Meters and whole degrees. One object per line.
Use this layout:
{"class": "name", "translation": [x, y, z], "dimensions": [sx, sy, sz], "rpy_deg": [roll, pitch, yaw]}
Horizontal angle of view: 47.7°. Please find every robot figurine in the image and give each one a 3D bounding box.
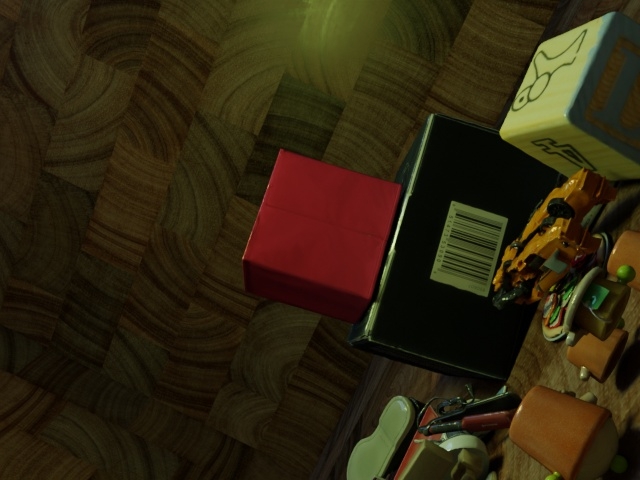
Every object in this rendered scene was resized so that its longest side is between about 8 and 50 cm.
{"class": "robot figurine", "translation": [0.380, 0.013, 1.220], "dimensions": [0.211, 0.085, 0.291], "rpy_deg": [-60, -5, -27]}

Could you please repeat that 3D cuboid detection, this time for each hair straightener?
{"class": "hair straightener", "translation": [0.256, 0.299, 1.269], "dimensions": [0.230, 0.047, 0.089], "rpy_deg": [-31, 24, 45]}

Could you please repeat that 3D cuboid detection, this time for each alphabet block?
{"class": "alphabet block", "translation": [0.439, -0.214, 1.145], "dimensions": [0.192, 0.193, 0.197], "rpy_deg": [-63, 14, -5]}

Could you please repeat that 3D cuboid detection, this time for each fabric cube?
{"class": "fabric cube", "translation": [0.000, 0.000, 1.512], "dimensions": [0.254, 0.258, 0.259], "rpy_deg": [100, -173, -72]}

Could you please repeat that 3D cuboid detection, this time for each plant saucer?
{"class": "plant saucer", "translation": [0.216, 0.502, 1.559], "dimensions": [0.259, 0.048, 0.258], "rpy_deg": [56, -121, -87]}

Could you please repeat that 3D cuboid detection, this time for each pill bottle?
{"class": "pill bottle", "translation": [0.269, 0.348, 1.340], "dimensions": [0.120, 0.067, 0.067], "rpy_deg": [114, -177, -48]}

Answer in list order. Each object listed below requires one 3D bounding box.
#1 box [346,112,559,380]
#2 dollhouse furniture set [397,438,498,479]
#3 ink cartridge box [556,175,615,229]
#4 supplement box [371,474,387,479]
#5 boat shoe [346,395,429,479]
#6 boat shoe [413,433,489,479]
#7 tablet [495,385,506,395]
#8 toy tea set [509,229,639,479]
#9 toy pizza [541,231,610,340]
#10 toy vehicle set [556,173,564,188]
{"class": "box", "translation": [0.272, 0.042, 1.616], "dimensions": [0.472, 0.298, 0.479], "rpy_deg": [113, 174, -81]}
{"class": "dollhouse furniture set", "translation": [0.201, 0.381, 1.154], "dimensions": [0.144, 0.151, 0.123], "rpy_deg": [-63, -1, 21]}
{"class": "ink cartridge box", "translation": [0.508, -0.124, 1.364], "dimensions": [0.224, 0.045, 0.223], "rpy_deg": [-65, -2, 15]}
{"class": "supplement box", "translation": [0.119, 0.685, 1.713], "dimensions": [0.130, 0.073, 0.239], "rpy_deg": [-65, -3, 22]}
{"class": "boat shoe", "translation": [0.181, 0.531, 1.864], "dimensions": [0.127, 0.113, 0.340], "rpy_deg": [54, 128, 48]}
{"class": "boat shoe", "translation": [0.215, 0.407, 1.297], "dimensions": [0.306, 0.113, 0.104], "rpy_deg": [100, 178, -47]}
{"class": "tablet", "translation": [0.322, 0.310, 1.344], "dimensions": [0.083, 0.006, 0.054], "rpy_deg": [112, -177, -47]}
{"class": "toy tea set", "translation": [0.347, 0.143, 0.847], "dimensions": [0.200, 0.124, 0.336], "rpy_deg": [9, -75, -57]}
{"class": "toy pizza", "translation": [0.415, 0.073, 1.206], "dimensions": [0.201, 0.032, 0.201], "rpy_deg": [-64, -2, 0]}
{"class": "toy vehicle set", "translation": [0.551, -0.187, 1.577], "dimensions": [0.166, 0.035, 0.266], "rpy_deg": [27, -91, -88]}
